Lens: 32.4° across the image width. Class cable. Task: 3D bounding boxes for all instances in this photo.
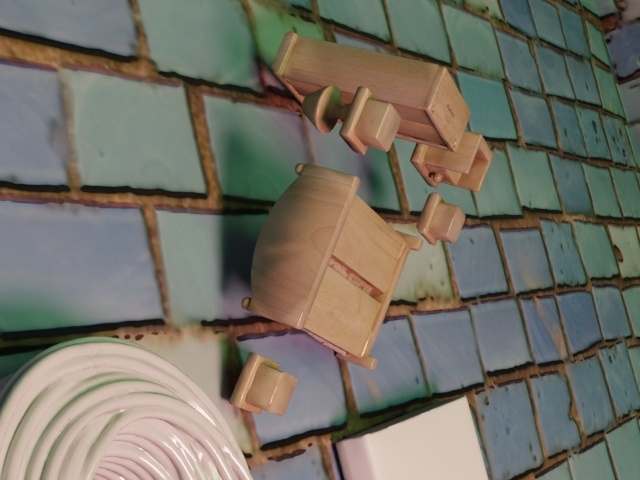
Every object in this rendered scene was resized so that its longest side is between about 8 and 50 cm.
[{"bbox_3d":[-0.134,0.190,0.696,0.257,0.089,0.257,-21,91,-60],"label":"cable"}]

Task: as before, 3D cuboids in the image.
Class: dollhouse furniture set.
[{"bbox_3d":[0.000,0.000,1.077,0.355,0.174,0.303,-68,153,-9],"label":"dollhouse furniture set"}]

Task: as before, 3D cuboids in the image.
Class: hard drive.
[{"bbox_3d":[0.129,0.347,1.091,0.233,0.047,0.353,-4,79,-59],"label":"hard drive"}]
